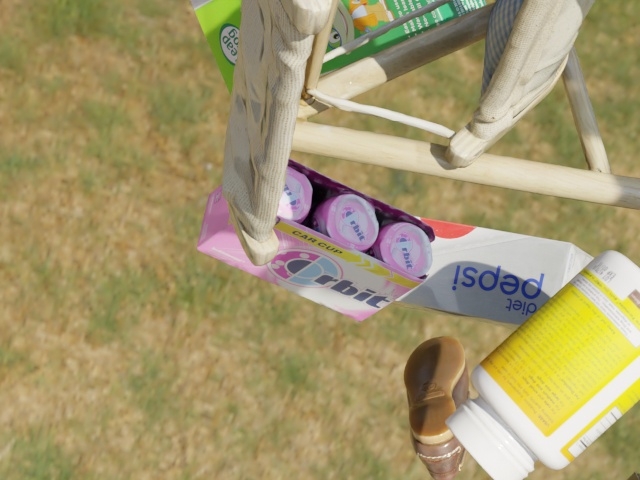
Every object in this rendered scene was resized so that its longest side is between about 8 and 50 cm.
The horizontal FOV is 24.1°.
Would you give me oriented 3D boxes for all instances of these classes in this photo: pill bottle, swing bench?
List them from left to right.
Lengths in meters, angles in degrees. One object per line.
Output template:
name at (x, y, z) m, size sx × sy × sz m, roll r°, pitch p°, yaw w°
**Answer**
swing bench at (0.074, -0.124, 0.752) m, size 0.254 × 0.253 × 0.165 m, roll -7°, pitch 67°, yaw -12°
pill bottle at (0.215, 0.118, 1.312) m, size 0.215 × 0.117 × 0.117 m, roll -42°, pitch 64°, yaw 2°

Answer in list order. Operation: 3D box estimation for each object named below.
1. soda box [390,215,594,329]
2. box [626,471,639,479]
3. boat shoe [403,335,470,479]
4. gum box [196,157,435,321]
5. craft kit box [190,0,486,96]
soda box at (0.140, 0.032, 1.607) m, size 0.286 × 0.098 × 0.091 m, roll 11°, pitch -5°, yaw 28°
box at (0.321, 0.341, 1.437) m, size 0.180 × 0.147 × 0.077 m, roll 42°, pitch 8°, yaw 1°
boat shoe at (0.132, 0.188, 1.678) m, size 0.073 × 0.073 × 0.207 m, roll -11°, pitch 28°, yaw 15°
gum box at (0.000, 0.000, 1.332) m, size 0.188 × 0.107 × 0.062 m, roll 25°, pitch 57°, yaw -23°
craft kit box at (-0.022, -0.244, 1.096) m, size 0.061 × 0.246 × 0.250 m, roll -31°, pitch 102°, yaw -36°
